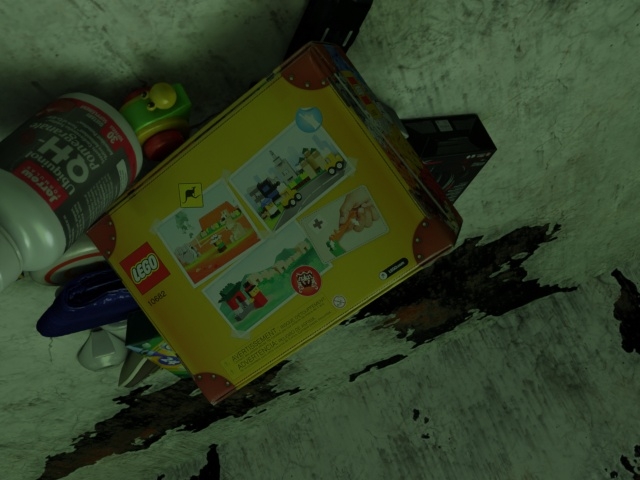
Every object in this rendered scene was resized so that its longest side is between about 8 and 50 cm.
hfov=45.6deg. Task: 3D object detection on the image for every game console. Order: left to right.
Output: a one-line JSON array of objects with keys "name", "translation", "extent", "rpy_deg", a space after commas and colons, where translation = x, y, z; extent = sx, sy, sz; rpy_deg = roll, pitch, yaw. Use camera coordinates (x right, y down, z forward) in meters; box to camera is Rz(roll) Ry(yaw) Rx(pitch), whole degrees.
[{"name": "game console", "translation": [-0.005, -0.305, 1.333], "extent": [0.213, 0.044, 0.361], "rpy_deg": [-9, 152, -30]}]

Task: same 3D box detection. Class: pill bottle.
[{"name": "pill bottle", "translation": [-0.416, -0.067, 1.114], "extent": [0.176, 0.176, 0.318], "rpy_deg": [-52, -175, 46]}]

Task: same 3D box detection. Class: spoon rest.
[{"name": "spoon rest", "translation": [-0.574, 0.289, 2.016], "extent": [0.137, 0.084, 0.276], "rpy_deg": [-12, 166, -18]}]

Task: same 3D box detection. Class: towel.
[{"name": "towel", "translation": [-0.430, 0.111, 1.506], "extent": [0.228, 0.076, 0.308], "rpy_deg": [-12, 169, -32]}]

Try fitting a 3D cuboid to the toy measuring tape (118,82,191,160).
[{"name": "toy measuring tape", "translation": [-0.290, -0.166, 1.301], "extent": [0.121, 0.121, 0.330], "rpy_deg": [-13, 163, -19]}]

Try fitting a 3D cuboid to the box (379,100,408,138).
[{"name": "box", "translation": [0.087, -0.213, 1.537], "extent": [0.137, 0.072, 0.126], "rpy_deg": [-34, 160, 21]}]

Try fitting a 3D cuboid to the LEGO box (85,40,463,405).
[{"name": "LEGO box", "translation": [-0.078, -0.024, 1.267], "extent": [0.500, 0.372, 0.193], "rpy_deg": [-35, -178, 19]}]

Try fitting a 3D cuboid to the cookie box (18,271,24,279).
[{"name": "cookie box", "translation": [-0.662, 0.063, 1.514], "extent": [0.107, 0.040, 0.092], "rpy_deg": [-24, 154, 0]}]

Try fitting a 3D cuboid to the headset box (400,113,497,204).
[{"name": "headset box", "translation": [0.231, -0.149, 1.753], "extent": [0.218, 0.110, 0.293], "rpy_deg": [-9, 152, -28]}]

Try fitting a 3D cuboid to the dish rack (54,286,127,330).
[{"name": "dish rack", "translation": [-0.419, 0.089, 1.732], "extent": [0.286, 0.072, 0.333], "rpy_deg": [-23, 155, -1]}]

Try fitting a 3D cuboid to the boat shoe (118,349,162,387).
[{"name": "boat shoe", "translation": [-0.458, 0.314, 2.078], "extent": [0.097, 0.116, 0.324], "rpy_deg": [21, 130, -25]}]

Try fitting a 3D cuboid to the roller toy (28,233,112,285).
[{"name": "roller toy", "translation": [-0.456, -0.013, 1.411], "extent": [0.191, 0.146, 0.209], "rpy_deg": [-15, 164, -24]}]

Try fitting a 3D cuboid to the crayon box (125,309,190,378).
[{"name": "crayon box", "translation": [-0.205, 0.184, 1.555], "extent": [0.323, 0.083, 0.203], "rpy_deg": [-17, 145, 20]}]
